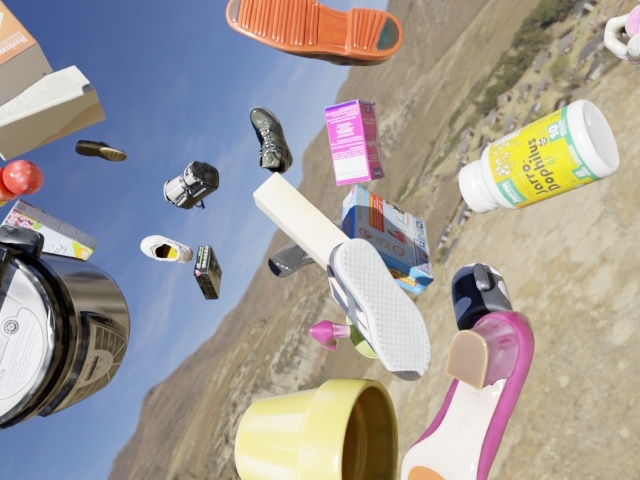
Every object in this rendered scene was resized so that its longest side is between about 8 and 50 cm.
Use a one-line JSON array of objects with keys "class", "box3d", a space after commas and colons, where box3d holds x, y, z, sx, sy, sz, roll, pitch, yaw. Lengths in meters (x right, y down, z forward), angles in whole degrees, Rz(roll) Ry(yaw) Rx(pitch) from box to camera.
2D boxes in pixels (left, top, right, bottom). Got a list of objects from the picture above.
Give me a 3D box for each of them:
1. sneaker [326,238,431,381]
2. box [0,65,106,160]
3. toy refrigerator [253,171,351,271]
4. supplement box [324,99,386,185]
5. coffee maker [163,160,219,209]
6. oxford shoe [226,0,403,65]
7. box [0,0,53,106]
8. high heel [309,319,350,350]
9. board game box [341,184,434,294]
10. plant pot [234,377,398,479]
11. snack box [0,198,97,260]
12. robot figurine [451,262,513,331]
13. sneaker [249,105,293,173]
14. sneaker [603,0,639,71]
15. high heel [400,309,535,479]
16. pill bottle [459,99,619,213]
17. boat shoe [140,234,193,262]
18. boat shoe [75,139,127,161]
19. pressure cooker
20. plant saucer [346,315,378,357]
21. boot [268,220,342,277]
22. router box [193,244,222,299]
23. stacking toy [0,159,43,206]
[{"class": "sneaker", "box3d": [0.120, 0.143, 1.049, 0.126, 0.321, 0.127, -28, 4, -19]}, {"class": "box", "box3d": [-0.821, -0.377, 1.446, 0.311, 0.148, 0.121, -32, -28, -23]}, {"class": "toy refrigerator", "box3d": [-0.042, -0.047, 1.268, 0.094, 0.269, 0.102, -45, -8, -11]}, {"class": "supplement box", "box3d": [0.099, -0.272, 1.387, 0.111, 0.114, 0.219, -20, -77, -57]}, {"class": "coffee maker", "box3d": [-0.445, -0.197, 1.775, 0.178, 0.120, 0.171, -27, -13, 34]}, {"class": "oxford shoe", "box3d": [-0.013, -0.322, 0.785, 0.098, 0.272, 0.096, 153, 128, -82]}, {"class": "box", "box3d": [-0.776, -0.455, 1.012, 0.215, 0.345, 0.168, -43, 11, -16]}, {"class": "high heel", "box3d": [0.002, 0.287, 1.477, 0.244, 0.117, 0.082, 133, 139, -71]}, {"class": "board game box", "box3d": [0.220, -0.009, 1.647, 0.086, 0.302, 0.308, -52, 19, 35]}, {"class": "plant pot", "box3d": [-0.012, 0.375, 0.894, 0.254, 0.239, 0.253, 14, -107, -59]}, {"class": "snack box", "box3d": [-0.715, 0.021, 1.259, 0.174, 0.207, 0.070, -47, 32, 17]}, {"class": "robot figurine", "box3d": [0.500, 0.195, 1.519, 0.278, 0.174, 0.209, -83, 20, -50]}, {"class": "sneaker", "box3d": [-0.162, -0.310, 1.560, 0.087, 0.227, 0.130, -15, 25, 17]}, {"class": "sneaker", "box3d": [0.516, -0.310, 0.719, 0.252, 0.111, 0.102, -155, 74, -81]}, {"class": "high heel", "box3d": [0.242, 0.291, 0.760, 0.181, 0.127, 0.376, -4, -65, -43]}, {"class": "pill bottle", "box3d": [0.325, -0.116, 0.758, 0.208, 0.118, 0.117, -24, 31, 47]}, {"class": "boat shoe", "box3d": [-0.234, 0.013, 0.723, 0.035, 0.100, 0.035, 9, -85, -61]}, {"class": "boat shoe", "box3d": [-0.699, -0.293, 1.579, 0.056, 0.152, 0.049, -47, 43, 46]}, {"class": "pressure cooker", "box3d": [-0.637, 0.196, 1.003, 0.376, 0.369, 0.420, -28, -8, -2]}, {"class": "plant saucer", "box3d": [0.175, 0.249, 1.561, 0.241, 0.037, 0.240, -10, 77, 50]}, {"class": "boot", "box3d": [0.000, 0.000, 1.929, 0.378, 0.138, 0.284, -30, 5, 25]}, {"class": "router box", "box3d": [-0.296, 0.086, 1.302, 0.122, 0.038, 0.092, 83, -175, -49]}, {"class": "stacking toy", "box3d": [-0.874, -0.128, 1.278, 0.141, 0.331, 0.141, -17, -90, -83]}]
